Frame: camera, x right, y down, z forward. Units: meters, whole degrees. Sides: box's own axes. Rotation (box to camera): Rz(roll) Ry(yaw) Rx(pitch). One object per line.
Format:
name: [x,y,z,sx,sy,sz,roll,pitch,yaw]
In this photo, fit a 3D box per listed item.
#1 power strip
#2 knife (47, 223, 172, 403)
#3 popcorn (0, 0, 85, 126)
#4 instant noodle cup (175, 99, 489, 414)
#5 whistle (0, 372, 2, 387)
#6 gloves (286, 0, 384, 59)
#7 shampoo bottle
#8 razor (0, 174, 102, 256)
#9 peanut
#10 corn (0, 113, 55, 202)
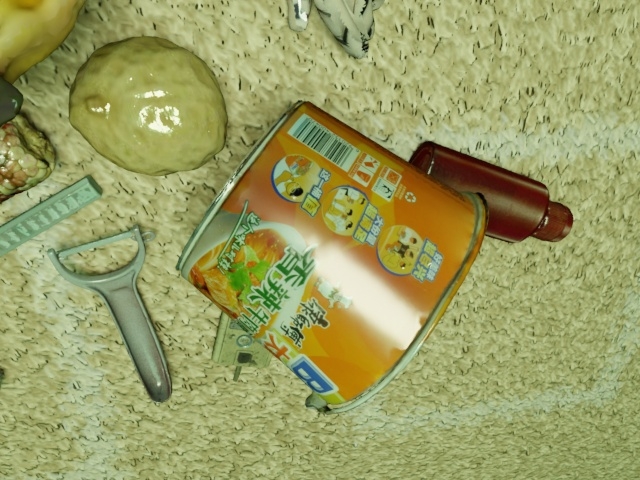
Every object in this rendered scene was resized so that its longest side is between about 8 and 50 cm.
power strip: [-0.099,0.105,0.682,0.092,0.034,0.268,10,114,-18]
knife: [-0.252,0.108,0.640,0.123,0.053,0.278,-15,120,-10]
popcorn: [-0.329,-0.201,0.293,0.349,0.349,0.382,-42,81,10]
instant noodle cup: [0.000,0.000,0.507,0.213,0.296,0.296,37,105,-6]
whistle: [-0.565,0.245,0.619,0.268,0.093,0.180,-24,144,0]
gloves: [0.017,-0.292,0.465,0.127,0.111,0.212,-23,112,-6]
shampoo bottle: [0.241,-0.055,0.657,0.259,0.064,0.102,14,115,-19]
razor: [-0.389,0.004,0.552,0.277,0.056,0.111,-28,118,3]
peanut: [-0.181,-0.140,0.493,0.159,0.109,0.141,-13,91,-18]
corn: [-0.415,-0.055,0.502,0.253,0.086,0.086,-26,119,3]
